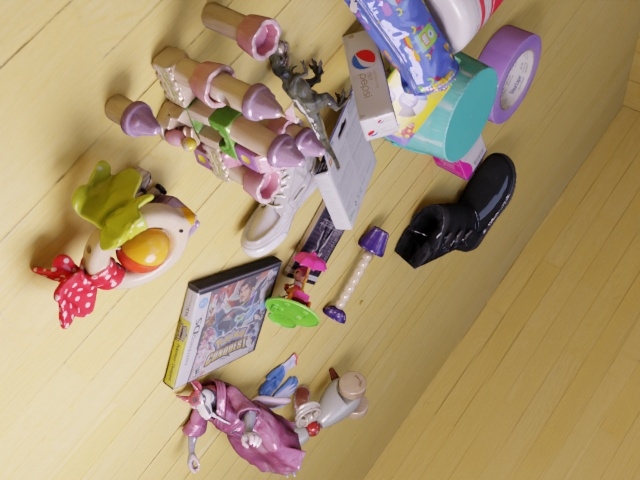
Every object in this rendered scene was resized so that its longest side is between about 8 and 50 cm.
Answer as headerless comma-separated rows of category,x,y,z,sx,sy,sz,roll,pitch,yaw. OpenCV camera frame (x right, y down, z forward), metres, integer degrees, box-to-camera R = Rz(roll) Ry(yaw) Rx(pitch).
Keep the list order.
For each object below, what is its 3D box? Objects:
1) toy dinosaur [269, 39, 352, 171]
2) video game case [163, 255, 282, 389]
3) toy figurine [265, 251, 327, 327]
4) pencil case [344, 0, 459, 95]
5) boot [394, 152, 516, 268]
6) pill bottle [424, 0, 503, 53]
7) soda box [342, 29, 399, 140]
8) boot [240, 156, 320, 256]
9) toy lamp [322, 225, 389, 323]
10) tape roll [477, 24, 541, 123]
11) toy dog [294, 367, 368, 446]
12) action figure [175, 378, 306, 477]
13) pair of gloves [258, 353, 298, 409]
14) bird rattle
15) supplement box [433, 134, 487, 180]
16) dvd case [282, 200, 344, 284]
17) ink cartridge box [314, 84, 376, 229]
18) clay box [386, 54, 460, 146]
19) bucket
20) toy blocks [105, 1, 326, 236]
toy dinosaur,-0.009,-0.270,1.421,0.118,0.064,0.268,-51,122,-33
video game case,-0.205,0.172,1.622,0.275,0.035,0.248,-18,132,-54
toy figurine,-0.045,0.105,1.726,0.173,0.130,0.159,-46,-160,61
pencil case,0.142,-0.404,1.405,0.306,0.119,0.133,49,63,-33
boot,0.435,-0.105,2.378,0.445,0.146,0.366,-6,121,-54
pill bottle,0.308,-0.586,1.526,0.407,0.229,0.229,-50,153,-18
soda box,0.098,-0.308,1.478,0.069,0.216,0.074,-15,152,9
boot,-0.090,-0.097,1.505,0.258,0.095,0.123,-57,149,-25
toy lamp,0.099,0.090,2.033,0.274,0.080,0.080,-62,154,4
tape roll,0.538,-0.483,2.204,0.275,0.090,0.274,-41,148,-33
toy dog,-0.008,0.479,2.215,0.334,0.161,0.220,-11,131,-39
action figure,-0.177,0.398,1.729,0.370,0.248,0.275,49,37,-37
pair of gloves,-0.113,0.403,2.043,0.159,0.023,0.198,-41,148,-32
bird rattle,-0.293,0.021,1.126,0.207,0.143,0.253,0,125,-44
supplement box,0.379,-0.274,2.111,0.111,0.114,0.220,-56,155,-5
dvd case,0.000,0.000,1.829,0.221,0.018,0.164,-61,155,2
ink cartridge box,0.050,-0.175,1.600,0.224,0.045,0.223,69,33,-43
clay box,0.195,-0.327,1.643,0.222,0.128,0.053,-54,-162,30
bucket,0.285,-0.330,1.804,0.281,0.183,0.281,-42,149,-33
toy blocks,-0.129,-0.148,1.169,0.309,0.260,0.288,-49,153,-21
